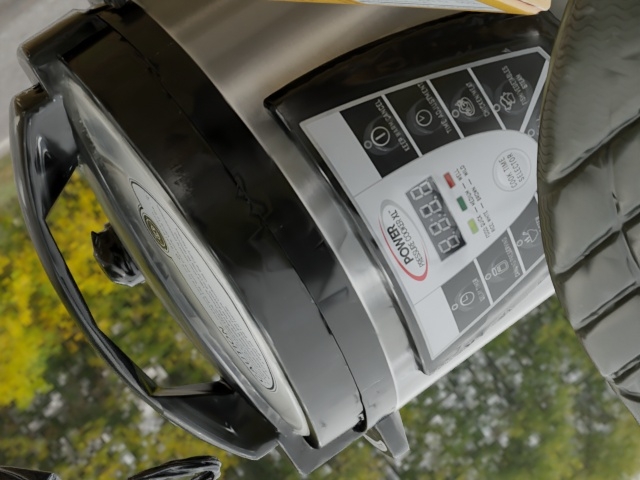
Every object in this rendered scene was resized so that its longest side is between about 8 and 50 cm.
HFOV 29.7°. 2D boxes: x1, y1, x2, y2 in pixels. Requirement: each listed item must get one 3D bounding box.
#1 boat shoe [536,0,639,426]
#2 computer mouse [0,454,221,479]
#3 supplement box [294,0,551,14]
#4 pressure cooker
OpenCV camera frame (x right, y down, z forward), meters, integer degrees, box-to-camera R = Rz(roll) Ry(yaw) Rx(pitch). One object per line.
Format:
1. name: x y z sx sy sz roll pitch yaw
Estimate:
1. boat shoe: 0.156 0.006 0.435 0.122 0.324 0.120 -4 -139 22
2. computer mouse: -0.201 0.196 0.983 0.242 0.041 0.071 -4 135 -17
3. supplement box: -0.003 -0.155 0.571 0.233 0.078 0.080 11 -176 37
4. pressure cooker: 0.002 -0.054 0.883 0.420 0.370 0.375 -34 156 -12
